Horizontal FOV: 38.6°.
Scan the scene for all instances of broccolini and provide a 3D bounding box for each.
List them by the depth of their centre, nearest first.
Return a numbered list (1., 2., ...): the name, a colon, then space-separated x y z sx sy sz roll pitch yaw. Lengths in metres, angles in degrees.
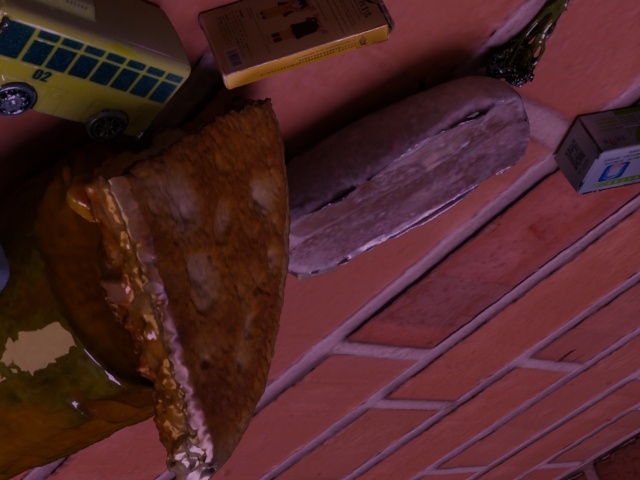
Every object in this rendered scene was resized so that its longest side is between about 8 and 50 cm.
1. broccolini: 0.224 -0.230 0.887 0.052 0.054 0.194 -37 160 -47

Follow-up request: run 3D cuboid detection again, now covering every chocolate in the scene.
1. chocolate: 0.069 -0.075 0.953 0.303 0.100 0.185 -27 155 6

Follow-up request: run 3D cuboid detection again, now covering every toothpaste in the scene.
1. toothpaste: 0.464 -0.133 1.170 0.336 0.067 0.081 -12 148 -20

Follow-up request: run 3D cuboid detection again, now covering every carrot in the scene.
1. carrot: -0.222 0.063 0.832 0.340 0.242 0.241 -30 150 14

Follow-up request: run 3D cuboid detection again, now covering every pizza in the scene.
1. pizza: -0.085 0.029 0.773 0.087 0.269 0.258 -7 -164 30

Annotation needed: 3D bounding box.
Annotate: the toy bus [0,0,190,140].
1. toy bus: -0.192 -0.145 0.671 0.101 0.088 0.175 -43 148 28

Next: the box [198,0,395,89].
1. box: -0.020 -0.177 0.752 0.149 0.073 0.020 -19 151 -7

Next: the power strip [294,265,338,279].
1. power strip: 0.000 0.000 1.092 0.056 0.032 0.123 -14 148 -19

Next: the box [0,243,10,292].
1. box: -0.340 -0.012 0.656 0.162 0.227 0.130 -37 164 22
